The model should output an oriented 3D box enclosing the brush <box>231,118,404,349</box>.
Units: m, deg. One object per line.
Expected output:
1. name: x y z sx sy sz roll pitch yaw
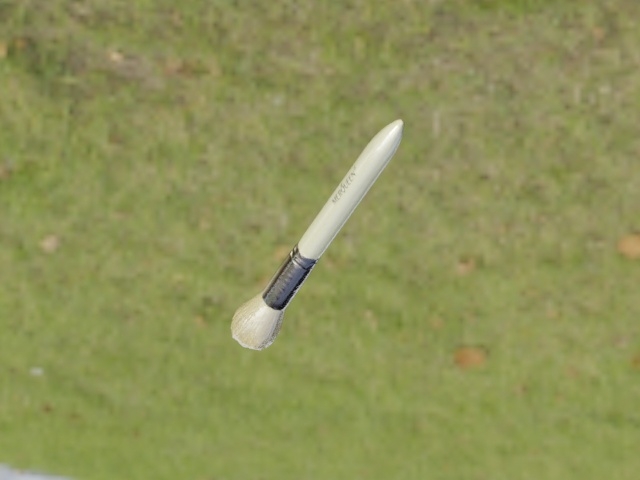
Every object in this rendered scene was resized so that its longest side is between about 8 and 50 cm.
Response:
1. brush: 0.000 0.000 1.391 0.042 0.039 0.299 39 131 2
